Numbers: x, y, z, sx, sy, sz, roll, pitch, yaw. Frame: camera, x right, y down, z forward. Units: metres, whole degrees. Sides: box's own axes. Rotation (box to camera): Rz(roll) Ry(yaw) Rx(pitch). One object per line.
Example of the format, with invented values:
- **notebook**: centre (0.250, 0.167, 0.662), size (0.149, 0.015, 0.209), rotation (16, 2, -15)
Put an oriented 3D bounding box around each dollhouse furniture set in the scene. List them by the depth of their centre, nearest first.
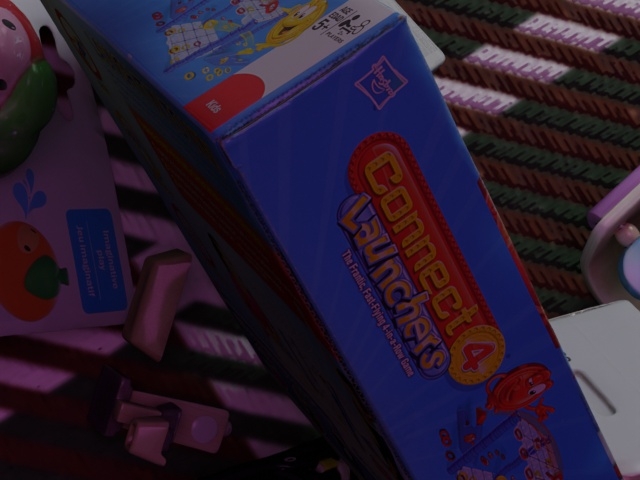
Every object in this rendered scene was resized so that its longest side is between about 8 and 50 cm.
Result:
- **dollhouse furniture set**: centre (-0.069, 0.069, 0.923), size (0.081, 0.091, 0.114), rotation (17, 90, -25)

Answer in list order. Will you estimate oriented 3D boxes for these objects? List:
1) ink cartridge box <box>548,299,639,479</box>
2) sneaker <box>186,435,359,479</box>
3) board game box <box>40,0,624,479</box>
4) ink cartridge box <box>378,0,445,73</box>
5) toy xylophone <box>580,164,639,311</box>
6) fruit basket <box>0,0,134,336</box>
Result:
- **ink cartridge box**: centre (0.168, 0.159, 0.873), size (0.087, 0.153, 0.208), rotation (-17, 122, -13)
- **sneaker**: centre (0.002, 0.155, 0.916), size (0.235, 0.097, 0.084), rotation (-18, 84, -13)
- **board game box**: centre (0.000, 0.000, 0.775), size (0.086, 0.308, 0.302), rotation (-34, 122, -9)
- **ink cartridge box**: centre (-0.021, -0.142, 0.905), size (0.056, 0.225, 0.181), rotation (-42, 90, 19)
- **toy xylophone**: centre (0.275, 0.096, 0.987), size (0.322, 0.081, 0.236), rotation (40, 76, -2)
- **fruit basket**: centre (-0.233, -0.104, 0.830), size (0.353, 0.165, 0.327), rotation (-4, 78, -50)
